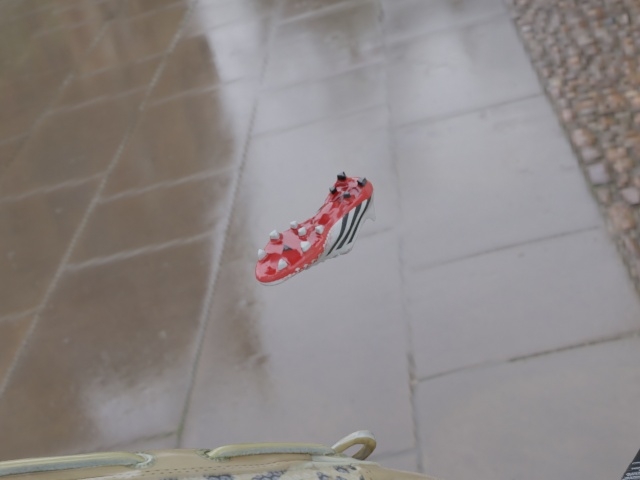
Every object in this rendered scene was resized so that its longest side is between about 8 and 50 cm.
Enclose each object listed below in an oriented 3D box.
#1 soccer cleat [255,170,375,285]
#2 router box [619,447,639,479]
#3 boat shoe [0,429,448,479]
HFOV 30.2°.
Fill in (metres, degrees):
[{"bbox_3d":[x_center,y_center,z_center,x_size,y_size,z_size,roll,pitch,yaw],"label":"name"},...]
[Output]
[{"bbox_3d":[0.000,0.000,0.605,0.029,0.036,0.083,20,54,37],"label":"soccer cleat"},{"bbox_3d":[0.241,0.206,0.782,0.092,0.122,0.038,-49,13,-28],"label":"router box"},{"bbox_3d":[-0.039,0.113,0.437,0.285,0.105,0.089,12,21,-47],"label":"boat shoe"}]
